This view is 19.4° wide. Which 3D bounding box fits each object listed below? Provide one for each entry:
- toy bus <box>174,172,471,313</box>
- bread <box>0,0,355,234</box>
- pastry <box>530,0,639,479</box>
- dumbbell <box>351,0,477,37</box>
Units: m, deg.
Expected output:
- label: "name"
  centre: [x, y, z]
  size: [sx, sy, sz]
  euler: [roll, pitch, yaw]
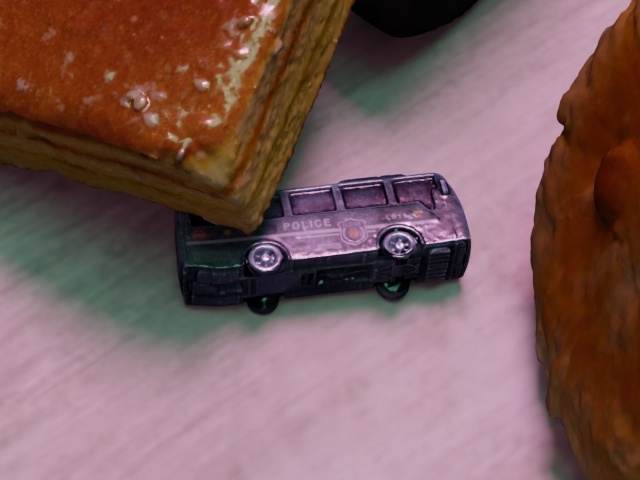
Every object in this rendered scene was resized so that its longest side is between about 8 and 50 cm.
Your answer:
- label: "toy bus"
  centre: [0.000, 0.000, 1.064]
  size: [0.166, 0.047, 0.065]
  euler: [-6, 56, -9]
- label: "bread"
  centre: [-0.114, -0.126, 1.047]
  size: [0.234, 0.110, 0.184]
  euler: [15, 72, 22]
- label: "pastry"
  centre: [0.217, 0.001, 0.943]
  size: [0.136, 0.329, 0.329]
  euler: [8, 56, -21]
- label: "dumbbell"
  centre: [-0.016, -0.289, 1.153]
  size: [0.322, 0.203, 0.204]
  euler: [36, 62, 16]
